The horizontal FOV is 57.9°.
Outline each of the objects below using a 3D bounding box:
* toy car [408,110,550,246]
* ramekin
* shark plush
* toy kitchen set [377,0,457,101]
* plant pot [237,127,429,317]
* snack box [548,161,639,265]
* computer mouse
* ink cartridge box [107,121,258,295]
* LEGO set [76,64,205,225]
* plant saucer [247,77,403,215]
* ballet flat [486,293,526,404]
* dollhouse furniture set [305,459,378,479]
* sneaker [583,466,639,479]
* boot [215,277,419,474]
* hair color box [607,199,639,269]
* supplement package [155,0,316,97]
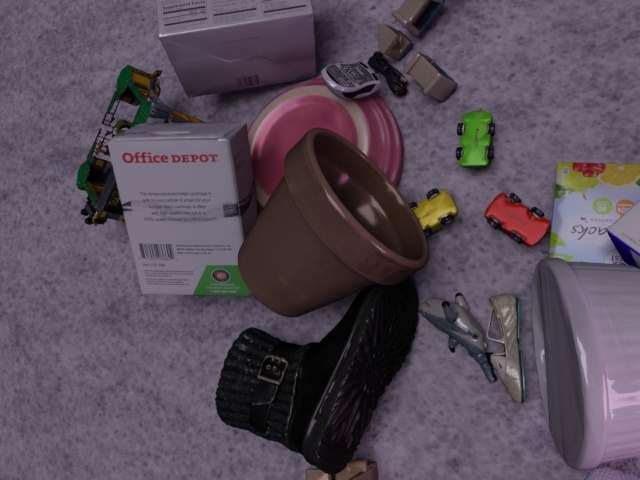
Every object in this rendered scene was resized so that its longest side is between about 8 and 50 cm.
[{"bbox_3d":[0.257,-0.101,0.960,0.239,0.053,0.225,3,79,23],"label":"toy car"},{"bbox_3d":[0.366,0.151,0.752,0.127,0.273,0.273,-6,76,9],"label":"ramekin"},{"bbox_3d":[0.230,0.154,0.933,0.161,0.073,0.067,48,119,3],"label":"shark plush"},{"bbox_3d":[0.229,-0.376,1.018,0.166,0.122,0.207,52,120,23],"label":"toy kitchen set"},{"bbox_3d":[0.000,0.000,0.891,0.229,0.263,0.263,-42,66,24],"label":"plant pot"},{"bbox_3d":[0.451,-0.021,0.852,0.207,0.070,0.175,6,81,25],"label":"snack box"},{"bbox_3d":[0.069,-0.284,1.025,0.106,0.193,0.042,52,138,18],"label":"computer mouse"},{"bbox_3d":[-0.223,-0.056,1.014,0.211,0.121,0.289,1,116,10],"label":"ink cartridge box"},{"bbox_3d":[-0.336,-0.169,1.181,0.255,0.192,0.331,35,104,46],"label":"LEGO set"},{"bbox_3d":[-0.017,-0.154,1.069,0.332,0.084,0.332,-5,76,22],"label":"plant saucer"},{"bbox_3d":[0.283,0.165,0.889,0.052,0.057,0.168,-1,69,11],"label":"ballet flat"},{"bbox_3d":[-0.089,0.510,0.905,0.355,0.174,0.303,-9,75,20],"label":"dollhouse furniture set"},{"bbox_3d":[0.411,0.402,0.717,0.268,0.101,0.153,32,101,-8],"label":"sneaker"},{"bbox_3d":[-0.013,0.184,0.971,0.260,0.131,0.348,12,63,44],"label":"boot"},{"bbox_3d":[0.550,-0.058,0.691,0.339,0.110,0.185,-45,43,10],"label":"hair color box"},{"bbox_3d":[-0.148,-0.395,1.069,0.261,0.204,0.145,-9,74,-2],"label":"supplement package"}]
